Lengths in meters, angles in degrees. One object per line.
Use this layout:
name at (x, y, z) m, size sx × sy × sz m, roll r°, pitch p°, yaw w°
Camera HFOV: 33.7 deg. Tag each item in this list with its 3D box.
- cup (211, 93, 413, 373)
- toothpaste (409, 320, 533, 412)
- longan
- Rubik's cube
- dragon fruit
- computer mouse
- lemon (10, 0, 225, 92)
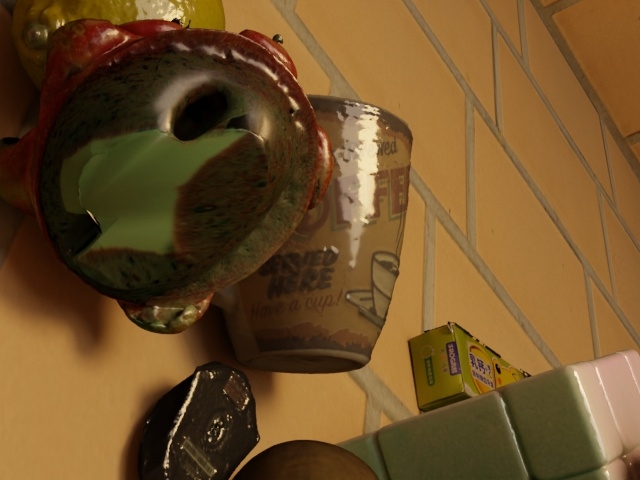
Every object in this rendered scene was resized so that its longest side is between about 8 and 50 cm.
cup at (-0.050, -0.002, 1.085) m, size 0.301 × 0.227 × 0.257 m, roll 10°, pitch 70°, yaw -24°
toothpaste at (0.247, 0.230, 1.565) m, size 0.327 × 0.077 × 0.110 m, roll 34°, pitch 42°, yaw -47°
longan at (-0.012, 0.266, 0.958) m, size 0.187 × 0.167 × 0.167 m, roll 31°, pitch 43°, yaw -53°
Rubik's cube at (0.234, 0.322, 1.191) m, size 0.319 × 0.322 × 0.316 m, roll 3°, pitch 64°, yaw -63°
dragon fruit at (-0.130, -0.061, 0.887) m, size 0.130 × 0.295 × 0.268 m, roll -119°, pitch -161°, yaw -57°
computer mouse at (-0.117, 0.180, 0.953) m, size 0.099 × 0.057 × 0.172 m, roll 56°, pitch 39°, yaw -23°
lemon at (-0.189, -0.197, 0.984) m, size 0.184 × 0.184 × 0.248 m, roll 61°, pitch 34°, yaw -10°
